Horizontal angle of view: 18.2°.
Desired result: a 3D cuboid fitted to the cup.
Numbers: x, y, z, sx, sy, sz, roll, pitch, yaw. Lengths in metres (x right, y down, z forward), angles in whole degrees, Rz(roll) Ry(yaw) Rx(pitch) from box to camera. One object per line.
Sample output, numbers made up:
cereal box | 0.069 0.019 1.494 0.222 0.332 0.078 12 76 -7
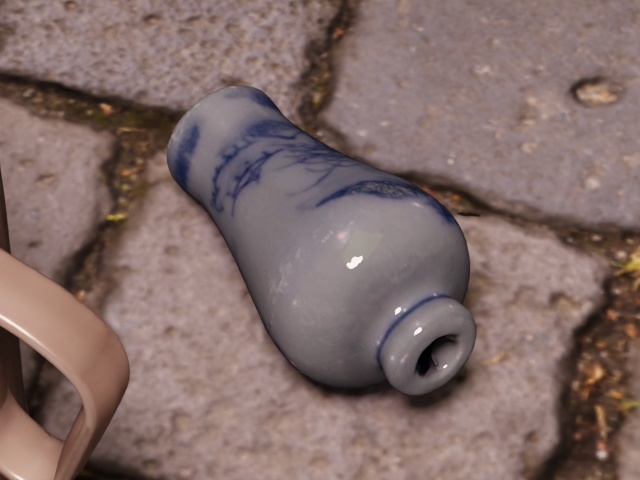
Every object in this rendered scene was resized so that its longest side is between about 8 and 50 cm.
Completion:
cup | -0.268 0.059 1.178 0.208 0.273 0.288 -26 56 -26

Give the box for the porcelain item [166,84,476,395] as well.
porcelain item | 0.000 0.000 1.310 0.141 0.141 0.259 -30 51 -21
